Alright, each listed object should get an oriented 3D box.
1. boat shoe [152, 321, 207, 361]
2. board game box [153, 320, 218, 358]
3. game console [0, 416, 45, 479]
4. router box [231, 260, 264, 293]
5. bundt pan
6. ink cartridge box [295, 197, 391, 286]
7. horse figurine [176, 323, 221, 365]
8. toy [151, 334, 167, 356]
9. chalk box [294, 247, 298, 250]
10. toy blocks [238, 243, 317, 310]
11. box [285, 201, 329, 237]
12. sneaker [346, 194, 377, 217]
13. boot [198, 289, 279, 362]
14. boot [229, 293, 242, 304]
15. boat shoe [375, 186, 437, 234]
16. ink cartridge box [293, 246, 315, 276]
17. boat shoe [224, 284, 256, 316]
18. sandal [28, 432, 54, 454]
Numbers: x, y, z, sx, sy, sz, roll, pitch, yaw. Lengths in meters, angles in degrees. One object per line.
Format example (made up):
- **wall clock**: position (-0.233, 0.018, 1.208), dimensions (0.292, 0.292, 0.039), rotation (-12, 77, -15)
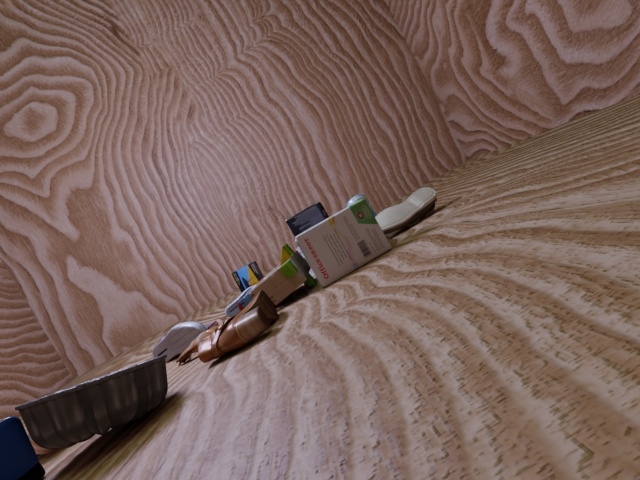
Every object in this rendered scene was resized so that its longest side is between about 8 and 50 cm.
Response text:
- **boat shoe**: position (-0.548, 0.385, 1.648), dimensions (0.335, 0.121, 0.119), rotation (-29, 7, 34)
- **board game box**: position (-0.617, 0.460, 1.902), dimensions (0.281, 0.027, 0.145), rotation (-28, 2, 10)
- **game console**: position (-0.791, 0.543, 0.886), dimensions (0.250, 0.173, 0.293), rotation (-26, 4, 40)
- **router box**: position (-0.346, 0.212, 2.080), dimensions (0.133, 0.178, 0.046), rotation (-29, 1, 2)
- **bundt pan**: position (-0.525, 0.391, 0.997), dimensions (0.331, 0.124, 0.331), rotation (-19, -8, -3)
- **ink cartridge box**: position (0.075, 0.008, 1.458), dimensions (0.278, 0.201, 0.117), rotation (-30, 3, -4)
- **horse figurine**: position (-0.376, 0.338, 1.433), dimensions (0.263, 0.066, 0.174), rotation (-29, -3, 36)
- **toy**: position (-0.755, 0.495, 2.092), dimensions (0.137, 0.056, 0.237), rotation (-37, -5, 9)
- **chalk box**: position (-0.061, 0.089, 1.979), dimensions (0.132, 0.132, 0.213), rotation (-28, 5, 15)
- **toy blocks**: position (-0.173, 0.170, 1.592), dimensions (0.261, 0.190, 0.381), rotation (-40, 3, 5)
- **box**: position (0.000, 0.000, 1.604), dimensions (0.143, 0.270, 0.165), rotation (-29, 4, 7)
- **sneaker**: position (0.198, -0.034, 1.868), dimensions (0.127, 0.208, 0.319), rotation (-22, -34, -9)
- **boot**: position (-0.248, 0.268, 1.277), dimensions (0.220, 0.109, 0.283), rotation (-33, 10, 5)
- **boot**: position (-0.374, 0.292, 2.181), dimensions (0.161, 0.083, 0.246), rotation (-45, 11, -38)
- **boat shoe**: position (0.354, -0.103, 1.737), dimensions (0.324, 0.096, 0.116), rotation (-33, 45, -14)
- **ink cartridge box**: position (-0.071, 0.096, 1.824), dimensions (0.179, 0.145, 0.045), rotation (-27, 3, 38)
- **boat shoe**: position (-0.361, 0.281, 1.980), dimensions (0.226, 0.083, 0.076), rotation (-31, 5, -15)
- **sandal**: position (-0.799, 0.588, 1.214), dimensions (0.102, 0.076, 0.265), rotation (-9, -35, -54)
